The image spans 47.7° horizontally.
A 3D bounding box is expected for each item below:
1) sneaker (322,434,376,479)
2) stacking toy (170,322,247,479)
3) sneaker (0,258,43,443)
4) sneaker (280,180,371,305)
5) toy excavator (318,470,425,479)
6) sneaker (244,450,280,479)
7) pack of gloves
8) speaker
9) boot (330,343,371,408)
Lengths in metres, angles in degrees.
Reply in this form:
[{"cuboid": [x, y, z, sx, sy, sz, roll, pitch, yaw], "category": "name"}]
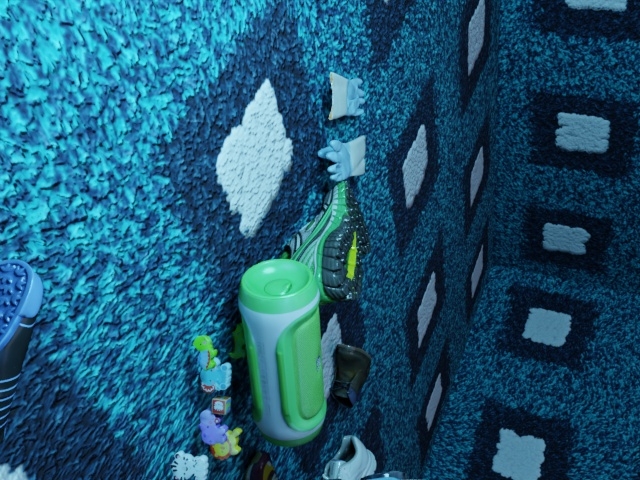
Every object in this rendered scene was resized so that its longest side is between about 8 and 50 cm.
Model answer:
[{"cuboid": [0.036, 0.608, 1.760, 0.129, 0.111, 0.297, 64, 36, -34], "category": "sneaker"}, {"cuboid": [-0.162, 0.240, 1.090, 0.167, 0.052, 0.221, 5, 90, -78], "category": "stacking toy"}, {"cuboid": [-0.308, 0.130, 0.635, 0.232, 0.082, 0.090, -63, 158, -18], "category": "sneaker"}, {"cuboid": [0.000, 0.000, 1.290, 0.343, 0.147, 0.134, -67, 140, -61], "category": "sneaker"}, {"cuboid": [0.071, 0.556, 1.406, 0.445, 0.433, 0.222, 34, 45, -54], "category": "toy excavator"}, {"cuboid": [-0.087, 0.468, 1.357, 0.069, 0.084, 0.185, -54, 149, -46], "category": "sneaker"}, {"cuboid": [0.037, -0.215, 1.383, 0.232, 0.046, 0.194, -27, 119, -70], "category": "pack of gloves"}, {"cuboid": [-0.057, 0.181, 1.139, 0.131, 0.131, 0.296, -50, 144, -51], "category": "speaker"}, {"cuboid": [0.068, 0.315, 1.671, 0.219, 0.082, 0.106, 65, 39, -60], "category": "boot"}]
